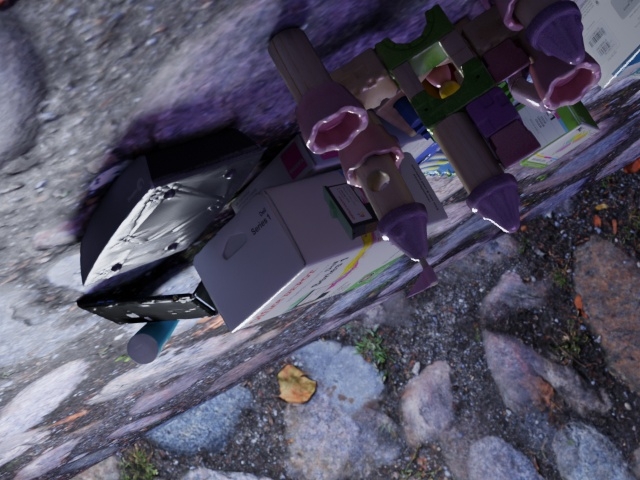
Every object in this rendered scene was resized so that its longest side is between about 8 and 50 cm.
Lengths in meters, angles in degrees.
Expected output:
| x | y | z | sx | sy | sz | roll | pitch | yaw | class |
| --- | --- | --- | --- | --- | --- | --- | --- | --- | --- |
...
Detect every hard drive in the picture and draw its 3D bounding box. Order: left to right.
| x | y | z | sx | sy | sz | roll | pitch | yaw | class |
| --- | --- | --- | --- | --- | --- | --- | --- | --- | --- |
| -0.185 | -0.039 | 1.248 | 0.172 | 0.054 | 0.254 | -22 | 166 | -37 | hard drive |

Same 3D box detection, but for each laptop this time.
| x | y | z | sx | sy | sz | roll | pitch | yaw | class |
| --- | --- | --- | --- | --- | --- | --- | --- | --- | --- |
| -0.215 | 0.043 | 1.643 | 0.264 | 0.137 | 0.234 | -5 | 169 | 3 | laptop |

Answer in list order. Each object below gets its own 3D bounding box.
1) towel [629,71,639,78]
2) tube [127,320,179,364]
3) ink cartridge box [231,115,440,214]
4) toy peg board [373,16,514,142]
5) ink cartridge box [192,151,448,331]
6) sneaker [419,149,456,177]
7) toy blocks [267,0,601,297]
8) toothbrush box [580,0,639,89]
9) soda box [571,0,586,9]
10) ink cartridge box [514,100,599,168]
| x | y | z | sx | sy | sz | roll | pitch | yaw | class |
| --- | --- | --- | --- | --- | --- | --- | --- | --- | --- |
| 0.520 | -0.308 | 1.669 | 0.285 | 0.034 | 0.209 | -24 | -157 | -28 | towel |
| -0.271 | 0.149 | 1.794 | 0.080 | 0.052 | 0.207 | -24 | -170 | 10 | tube |
| 0.041 | -0.106 | 1.516 | 0.311 | 0.065 | 0.186 | -16 | 162 | -42 | ink cartridge box |
| 0.169 | -0.182 | 1.370 | 0.160 | 0.079 | 0.161 | -42 | 161 | 13 | toy peg board |
| 0.000 | 0.000 | 1.433 | 0.278 | 0.117 | 0.201 | -17 | 163 | -43 | ink cartridge box |
| 0.204 | -0.129 | 1.666 | 0.240 | 0.126 | 0.091 | -32 | 169 | 6 | sneaker |
| 0.156 | -0.115 | 1.096 | 0.288 | 0.260 | 0.309 | -32 | 154 | 8 | toy blocks |
| 0.505 | -0.354 | 1.456 | 0.295 | 0.126 | 0.216 | -27 | 169 | -21 | toothbrush box |
| 0.265 | -0.291 | 1.257 | 0.073 | 0.069 | 0.216 | -28 | 169 | -11 | soda box |
| 0.462 | -0.240 | 1.922 | 0.255 | 0.097 | 0.188 | -34 | 168 | 21 | ink cartridge box |
